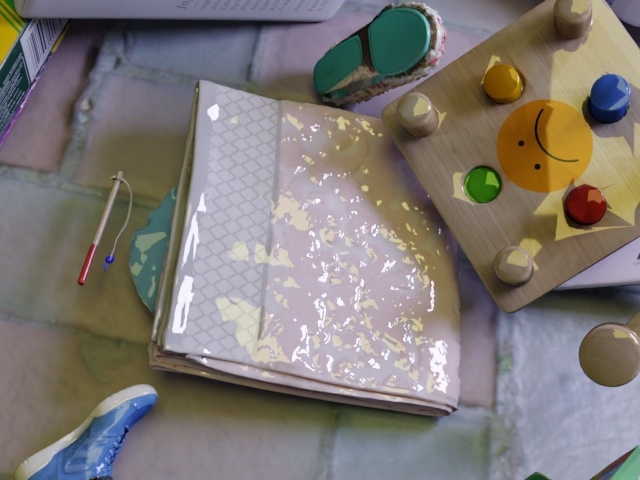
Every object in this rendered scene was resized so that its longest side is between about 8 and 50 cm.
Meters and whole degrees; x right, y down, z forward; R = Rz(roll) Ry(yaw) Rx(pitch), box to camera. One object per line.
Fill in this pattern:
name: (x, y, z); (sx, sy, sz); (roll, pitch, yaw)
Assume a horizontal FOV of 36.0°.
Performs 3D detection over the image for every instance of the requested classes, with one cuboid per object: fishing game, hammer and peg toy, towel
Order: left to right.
fishing game: (-0.110, 0.021, 1.041); (0.264, 0.041, 0.189); (16, 63, -7)
towel: (0.000, 0.000, 1.028); (0.317, 0.053, 0.332); (11, 63, -13)
hammer and peg toy: (0.260, -0.053, 0.980); (0.266, 0.127, 0.361); (-34, 77, 9)

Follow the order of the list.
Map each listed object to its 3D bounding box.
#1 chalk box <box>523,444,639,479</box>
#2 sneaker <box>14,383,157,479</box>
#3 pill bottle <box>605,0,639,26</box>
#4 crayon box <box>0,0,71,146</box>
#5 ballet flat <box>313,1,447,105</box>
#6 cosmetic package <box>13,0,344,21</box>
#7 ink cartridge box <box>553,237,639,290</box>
chalk box: (0.276, 0.285, 0.897); (0.132, 0.132, 0.213); (-40, 75, -22)
sneaker: (-0.202, 0.207, 0.923); (0.152, 0.058, 0.084); (-35, 66, -16)
pill bottle: (0.361, -0.406, 1.198); (0.407, 0.229, 0.229); (32, 65, 10)
crayon box: (-0.492, -0.185, 1.062); (0.313, 0.106, 0.363); (18, 63, 3)
ballet flat: (0.078, -0.203, 1.076); (0.077, 0.241, 0.091); (0, 88, -30)
cosmetic package: (-0.131, -0.456, 1.046); (0.393, 0.327, 0.329); (-7, 71, -29)
ink cartridge box: (0.331, -0.069, 1.050); (0.189, 0.066, 0.232); (-6, 88, 15)
